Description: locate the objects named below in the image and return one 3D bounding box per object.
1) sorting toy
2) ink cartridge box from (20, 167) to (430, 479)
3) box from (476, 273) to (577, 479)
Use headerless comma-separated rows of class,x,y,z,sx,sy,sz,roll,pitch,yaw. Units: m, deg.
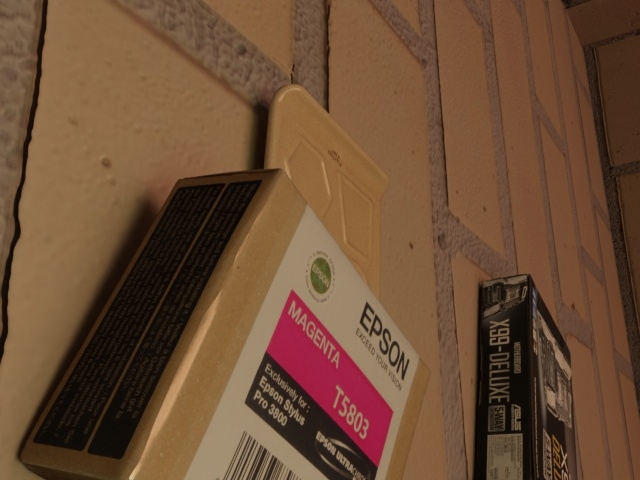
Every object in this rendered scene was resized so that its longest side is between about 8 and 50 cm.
sorting toy,0.000,0.000,0.632,0.193,0.038,0.208,37,54,-51
ink cartridge box,-0.031,0.103,0.450,0.235,0.088,0.193,52,48,-39
box,0.298,0.242,1.033,0.242,0.076,0.308,50,39,-41
